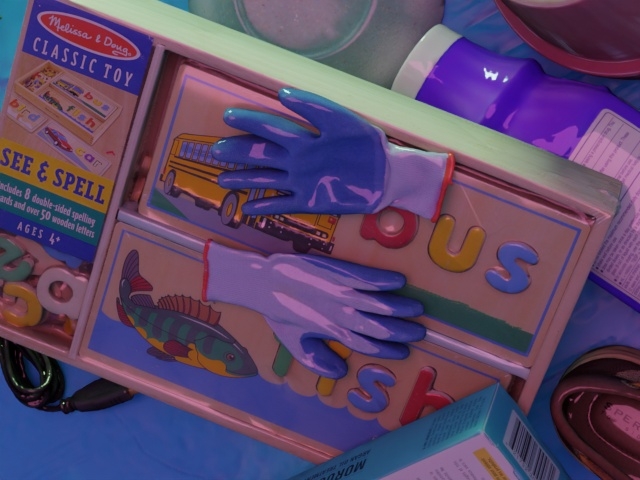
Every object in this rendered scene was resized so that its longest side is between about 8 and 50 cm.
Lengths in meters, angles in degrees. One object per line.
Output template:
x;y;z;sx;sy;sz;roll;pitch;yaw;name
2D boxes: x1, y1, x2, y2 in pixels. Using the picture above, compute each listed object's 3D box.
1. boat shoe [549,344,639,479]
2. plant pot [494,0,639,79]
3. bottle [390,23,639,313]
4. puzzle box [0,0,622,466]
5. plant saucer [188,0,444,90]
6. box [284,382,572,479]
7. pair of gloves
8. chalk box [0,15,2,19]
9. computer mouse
0.302;0.179;1.311;0.342;0.123;0.123;32;96;12;boat shoe
0.181;-0.208;1.299;0.201;0.180;0.201;1;92;26;plant pot
0.179;-0.046;1.360;0.283;0.092;0.118;34;100;12;bottle
-0.032;0.007;1.346;0.409;0.052;0.272;21;118;4;puzzle box
-0.008;-0.180;1.436;0.195;0.037;0.195;0;90;13;plant saucer
0.045;0.193;1.352;0.244;0.060;0.100;-28;109;29;box
0.000;0.000;1.291;0.159;0.023;0.198;14;117;8;pair of gloves
-0.371;-0.225;1.451;0.289;0.180;0.179;17;93;12;chalk box
-0.147;0.019;1.453;0.262;0.060;0.184;-23;83;12;computer mouse
